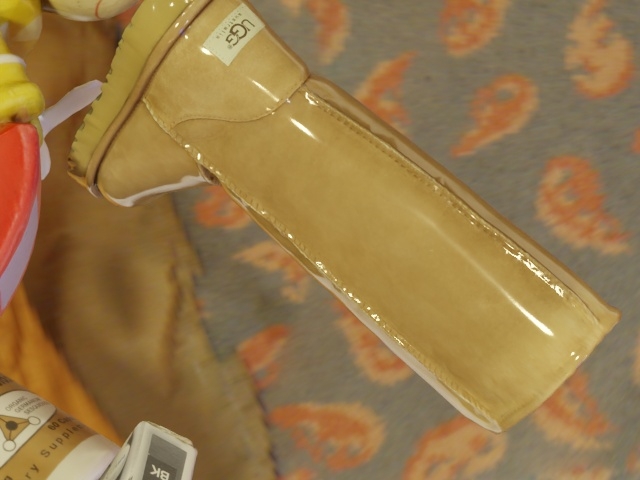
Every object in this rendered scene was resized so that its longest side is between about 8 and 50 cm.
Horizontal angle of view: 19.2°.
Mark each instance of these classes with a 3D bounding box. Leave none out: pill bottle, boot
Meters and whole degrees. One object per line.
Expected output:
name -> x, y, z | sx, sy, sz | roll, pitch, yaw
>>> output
pill bottle -> -0.258, 0.142, 1.285 | 0.229, 0.131, 0.131 | 29, 102, 13
boot -> 0.000, 0.000, 0.976 | 0.269, 0.236, 0.089 | 41, 70, 2

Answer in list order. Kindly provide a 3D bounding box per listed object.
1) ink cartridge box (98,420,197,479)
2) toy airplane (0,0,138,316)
ink cartridge box -> -0.140, 0.236, 1.024 | 0.045, 0.208, 0.206 | 26, 126, -14
toy airplane -> -0.226, -0.167, 1.037 | 0.272, 0.386, 0.384 | -11, 111, -11
